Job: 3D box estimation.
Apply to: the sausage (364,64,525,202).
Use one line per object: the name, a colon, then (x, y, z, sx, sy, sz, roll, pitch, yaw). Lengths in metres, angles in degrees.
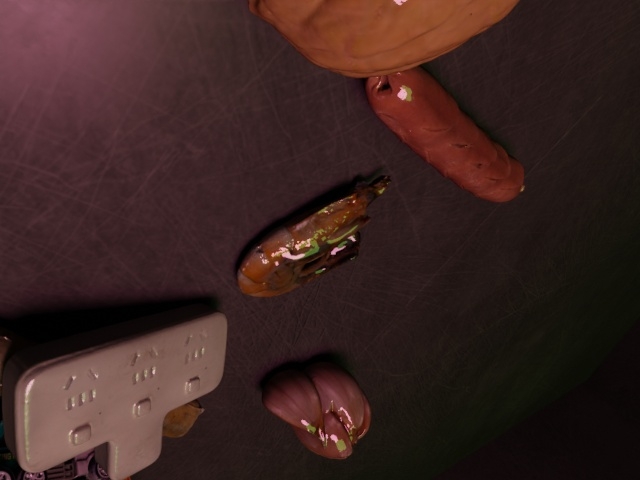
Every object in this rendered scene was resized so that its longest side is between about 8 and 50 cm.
sausage: (0.192, -0.129, 0.661, 0.433, 0.088, 0.088, 20, 116, -47)

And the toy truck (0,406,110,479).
toy truck: (-0.369, 0.270, 0.599, 0.110, 0.116, 0.216, -29, 153, 19)

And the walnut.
walnut: (0.055, -0.242, 0.335, 0.260, 0.225, 0.225, -30, 144, 11)

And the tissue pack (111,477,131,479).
tissue pack: (-0.422, 0.514, 0.792, 0.194, 0.145, 0.275, -5, 132, -37)

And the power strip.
power strip: (-0.232, 0.194, 0.584, 0.264, 0.059, 0.194, -12, 115, -51)

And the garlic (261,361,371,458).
garlic: (0.003, 0.308, 0.908, 0.160, 0.191, 0.214, -49, 136, -26)

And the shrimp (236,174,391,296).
shrimp: (0.002, 0.010, 0.673, 0.254, 0.059, 0.145, -31, 145, -8)

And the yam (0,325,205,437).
yam: (-0.290, 0.202, 0.630, 0.083, 0.083, 0.371, -39, 141, 2)
